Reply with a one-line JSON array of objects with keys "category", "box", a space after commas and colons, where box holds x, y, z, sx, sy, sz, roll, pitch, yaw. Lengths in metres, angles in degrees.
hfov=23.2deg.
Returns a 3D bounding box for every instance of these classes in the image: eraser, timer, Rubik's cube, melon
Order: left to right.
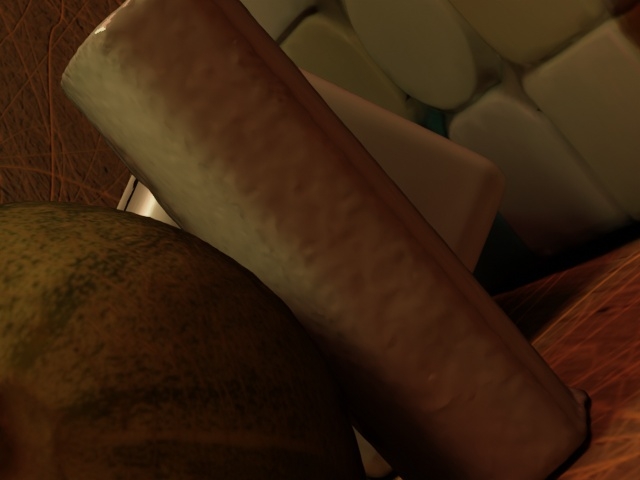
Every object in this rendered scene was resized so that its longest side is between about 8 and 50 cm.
[{"category": "melon", "box": [-0.100, 0.108, 0.611, 0.248, 0.248, 0.329, -42, -10, -11]}, {"category": "timer", "box": [-0.030, 0.018, 0.943, 0.195, 0.194, 0.192, -66, 10, -12]}, {"category": "eraser", "box": [0.000, 0.000, 0.730, 0.095, 0.270, 0.174, -40, 5, -6]}, {"category": "Rubik's cube", "box": [0.165, -0.222, 1.000, 0.344, 0.347, 0.346, -44, 6, -23]}]
